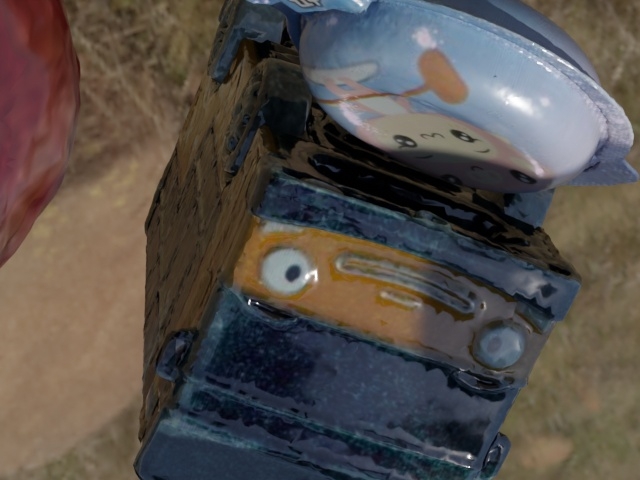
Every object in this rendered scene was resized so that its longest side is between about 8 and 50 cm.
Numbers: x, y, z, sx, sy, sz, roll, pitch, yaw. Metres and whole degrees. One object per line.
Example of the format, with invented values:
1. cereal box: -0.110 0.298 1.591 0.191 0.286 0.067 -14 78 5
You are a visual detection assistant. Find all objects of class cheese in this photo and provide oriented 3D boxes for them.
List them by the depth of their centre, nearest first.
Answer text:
1. cheese: 0.028 -0.074 0.547 0.245 0.052 0.135 29 163 -33

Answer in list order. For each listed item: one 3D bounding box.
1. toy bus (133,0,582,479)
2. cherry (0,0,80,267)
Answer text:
1. toy bus: 0.000 0.000 0.736 0.162 0.323 0.194 20 110 -14
2. cherry: -0.191 -0.065 0.362 0.300 0.230 0.203 -9 139 -21
